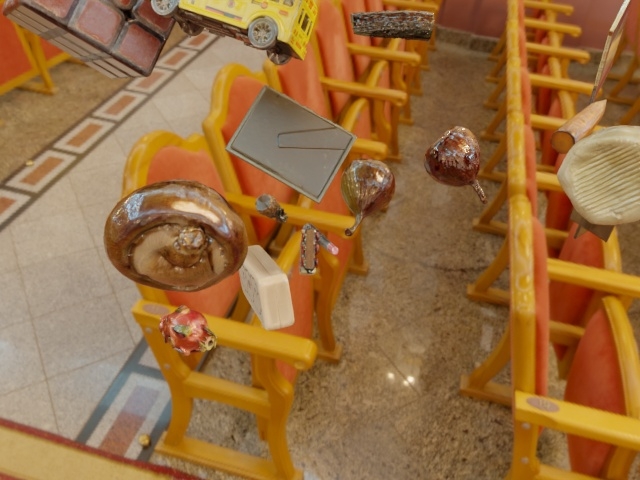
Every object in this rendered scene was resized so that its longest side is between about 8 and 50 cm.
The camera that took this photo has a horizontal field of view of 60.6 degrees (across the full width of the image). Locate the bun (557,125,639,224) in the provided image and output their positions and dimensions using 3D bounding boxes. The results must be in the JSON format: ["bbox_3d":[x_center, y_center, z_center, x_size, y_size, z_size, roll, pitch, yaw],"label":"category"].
[{"bbox_3d":[0.634,-0.149,1.174,0.231,0.231,0.133,19,33,18],"label":"bun"}]

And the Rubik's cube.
[{"bbox_3d":[-0.515,-0.586,1.283,0.304,0.305,0.301,29,-4,-38],"label":"Rubik's cube"}]

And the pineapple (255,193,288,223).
[{"bbox_3d":[-0.156,-0.098,1.804,0.074,0.159,0.074,-6,72,19],"label":"pineapple"}]

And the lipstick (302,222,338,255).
[{"bbox_3d":[0.000,0.000,2.079,0.053,0.053,0.234,-14,28,-21],"label":"lipstick"}]

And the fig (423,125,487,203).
[{"bbox_3d":[0.357,-0.206,1.462,0.149,0.148,0.202,-10,56,-2],"label":"fig"}]

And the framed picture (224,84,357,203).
[{"bbox_3d":[-0.070,-0.234,1.324,0.265,0.018,0.192,31,87,3],"label":"framed picture"}]

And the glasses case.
[{"bbox_3d":[-0.156,0.117,1.472,0.076,0.144,0.336,-13,16,-16],"label":"glasses case"}]

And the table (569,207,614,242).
[{"bbox_3d":[0.828,-0.113,1.624,0.167,0.226,0.167,-1,43,0],"label":"table"}]

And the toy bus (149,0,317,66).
[{"bbox_3d":[-0.182,-0.483,1.135,0.330,0.152,0.144,22,7,10],"label":"toy bus"}]

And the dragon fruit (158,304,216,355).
[{"bbox_3d":[-0.240,0.166,0.996,0.116,0.086,0.081,8,42,41],"label":"dragon fruit"}]

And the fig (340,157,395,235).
[{"bbox_3d":[0.151,-0.144,2.032,0.217,0.217,0.320,16,65,15],"label":"fig"}]

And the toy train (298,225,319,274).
[{"bbox_3d":[-0.035,0.030,1.562,0.050,0.087,0.137,3,77,-12],"label":"toy train"}]

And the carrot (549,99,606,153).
[{"bbox_3d":[0.688,-0.311,1.433,0.205,0.072,0.072,-43,55,-19],"label":"carrot"}]

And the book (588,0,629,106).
[{"bbox_3d":[0.969,-0.637,1.835,0.018,0.322,0.228,24,65,25],"label":"book"}]

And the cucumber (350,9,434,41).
[{"bbox_3d":[0.185,-0.571,1.427,0.211,0.062,0.078,4,56,-7],"label":"cucumber"}]

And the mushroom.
[{"bbox_3d":[-0.258,-0.001,1.000,0.253,0.253,0.153,0,49,-5],"label":"mushroom"}]
